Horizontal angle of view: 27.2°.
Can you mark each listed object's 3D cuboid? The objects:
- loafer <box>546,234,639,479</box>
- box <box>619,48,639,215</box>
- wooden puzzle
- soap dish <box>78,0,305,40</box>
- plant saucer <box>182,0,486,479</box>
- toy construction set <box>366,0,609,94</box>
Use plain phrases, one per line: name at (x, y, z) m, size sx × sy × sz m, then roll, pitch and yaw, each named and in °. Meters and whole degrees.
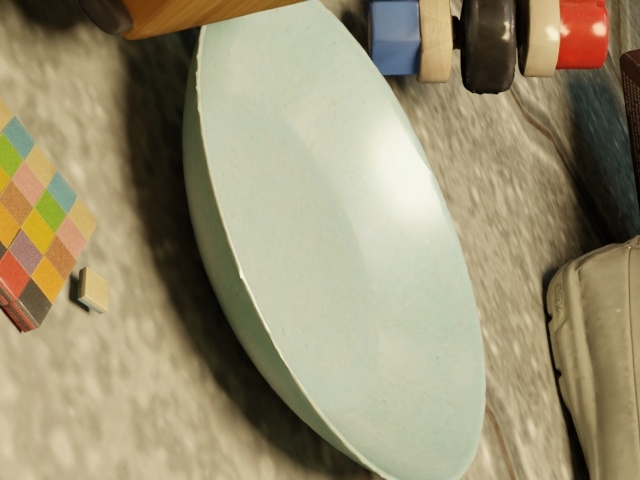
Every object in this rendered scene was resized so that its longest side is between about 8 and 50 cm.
loafer at (0.198, 0.134, 0.679) m, size 0.112 × 0.111 × 0.319 m, roll 36°, pitch 39°, yaw -49°
box at (0.304, 0.001, 0.811) m, size 0.381 × 0.143 × 0.191 m, roll -93°, pitch 170°, yaw -67°
wooden puzzle at (-0.083, -0.009, 0.349) m, size 0.083 × 0.006 × 0.049 m, roll 56°, pitch 27°, yaw -25°
soap dish at (-0.028, -0.169, 0.284) m, size 0.118 × 0.291 × 0.229 m, roll -38°, pitch 100°, yaw -20°
plant saucer at (0.000, 0.000, 0.475) m, size 0.195 × 0.037 × 0.195 m, roll 44°, pitch 34°, yaw -41°
toy construction set at (0.113, -0.243, 0.625) m, size 0.237 × 0.308 × 0.257 m, roll -87°, pitch 154°, yaw -52°
